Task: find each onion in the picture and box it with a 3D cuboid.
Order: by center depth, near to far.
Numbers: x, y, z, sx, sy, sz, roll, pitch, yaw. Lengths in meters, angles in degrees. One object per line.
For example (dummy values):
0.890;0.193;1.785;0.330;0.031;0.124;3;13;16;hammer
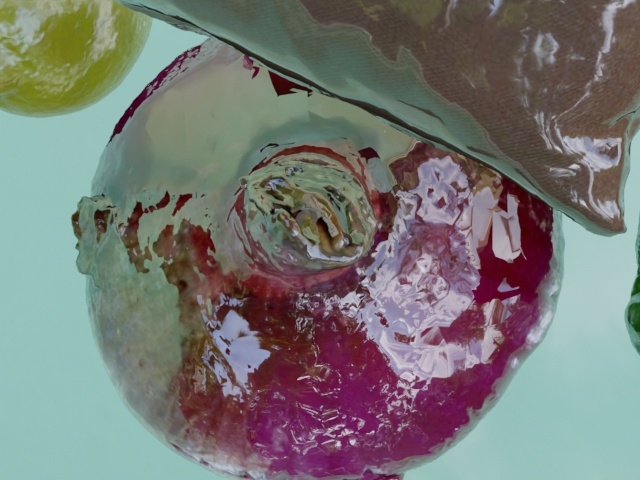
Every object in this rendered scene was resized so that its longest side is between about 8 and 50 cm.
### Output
0.000;0.000;1.038;0.348;0.385;0.347;0;85;1;onion

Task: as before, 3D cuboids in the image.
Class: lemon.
-0.229;-0.208;1.355;0.184;0.248;0.184;12;134;12;lemon

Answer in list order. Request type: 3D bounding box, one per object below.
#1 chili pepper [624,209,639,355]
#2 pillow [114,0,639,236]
0.260;-0.010;1.031;0.099;0.270;0.136;31;145;-32;chili pepper
0.018;-0.185;0.565;0.308;0.108;0.305;27;126;16;pillow
